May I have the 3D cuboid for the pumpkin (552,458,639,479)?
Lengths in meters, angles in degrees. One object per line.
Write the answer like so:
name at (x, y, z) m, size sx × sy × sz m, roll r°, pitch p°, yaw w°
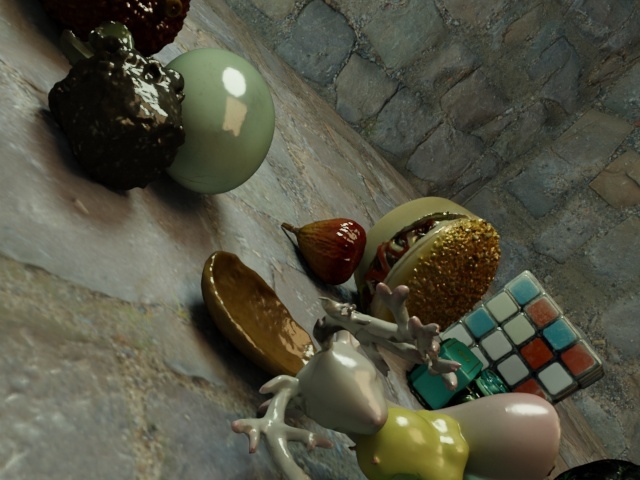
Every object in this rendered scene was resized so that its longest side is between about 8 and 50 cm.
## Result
pumpkin at (0.482, 0.493, 0.957) m, size 0.315 × 0.238 × 0.315 m, roll 34°, pitch -29°, yaw 22°

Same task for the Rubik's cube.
Rubik's cube at (0.460, 0.259, 1.413) m, size 0.256 × 0.253 × 0.259 m, roll 58°, pitch 11°, yaw 26°

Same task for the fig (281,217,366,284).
fig at (0.014, -0.002, 1.083) m, size 0.153 × 0.119 × 0.119 m, roll 49°, pitch 15°, yaw 1°

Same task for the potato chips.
potato chips at (-0.069, 0.105, 0.725) m, size 0.201 × 0.049 × 0.150 m, roll 41°, pitch 22°, yaw -27°

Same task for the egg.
egg at (-0.155, -0.168, 0.877) m, size 0.183 × 0.183 × 0.264 m, roll 40°, pitch 24°, yaw -31°

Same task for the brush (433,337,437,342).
brush at (0.278, 0.253, 1.409) m, size 0.170 × 0.014 × 0.043 m, roll 51°, pitch 14°, yaw 8°

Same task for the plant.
plant at (-0.236, -0.167, 0.734) m, size 0.142 × 0.131 × 0.203 m, roll 11°, pitch 42°, yaw -51°

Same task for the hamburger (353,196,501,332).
hamburger at (0.203, 0.063, 1.162) m, size 0.302 × 0.302 × 0.170 m, roll 33°, pitch 14°, yaw -46°

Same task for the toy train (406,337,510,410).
toy train at (0.254, 0.264, 1.136) m, size 0.163 × 0.112 × 0.203 m, roll 48°, pitch 12°, yaw 16°

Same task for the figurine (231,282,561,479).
figurine at (0.077, 0.162, 0.583) m, size 0.315 × 0.206 × 0.284 m, roll 23°, pitch -5°, yaw -15°

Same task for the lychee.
lychee at (-0.308, -0.394, 0.917) m, size 0.271 × 0.236 × 0.236 m, roll 36°, pitch 12°, yaw 13°
